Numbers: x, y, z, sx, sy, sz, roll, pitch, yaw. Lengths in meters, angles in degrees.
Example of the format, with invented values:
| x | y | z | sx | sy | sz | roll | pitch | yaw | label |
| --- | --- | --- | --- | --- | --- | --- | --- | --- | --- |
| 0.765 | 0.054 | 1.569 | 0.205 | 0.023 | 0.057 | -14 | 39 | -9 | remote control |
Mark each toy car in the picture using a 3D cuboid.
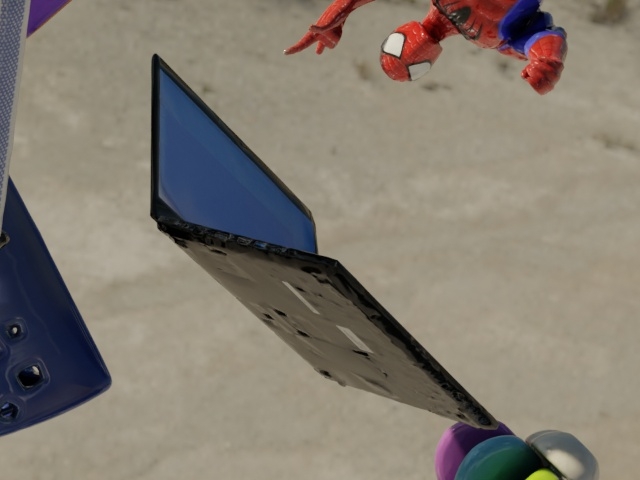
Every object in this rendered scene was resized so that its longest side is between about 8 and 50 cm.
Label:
| x | y | z | sx | sy | sz | roll | pitch | yaw | label |
| --- | --- | --- | --- | --- | --- | --- | --- | --- | --- |
| 0.168 | 0.227 | 1.528 | 0.136 | 0.159 | 0.182 | 47 | -1 | 6 | toy car |

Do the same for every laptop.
| x | y | z | sx | sy | sz | roll | pitch | yaw | label |
| --- | --- | --- | --- | --- | --- | --- | --- | --- | --- |
| 0.000 | 0.000 | 1.157 | 0.264 | 0.136 | 0.234 | 14 | -22 | 42 | laptop |

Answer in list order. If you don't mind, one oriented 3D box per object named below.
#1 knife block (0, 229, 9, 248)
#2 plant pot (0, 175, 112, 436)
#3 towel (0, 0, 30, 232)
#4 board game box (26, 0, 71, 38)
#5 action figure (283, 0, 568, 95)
| x | y | z | sx | sy | sz | roll | pitch | yaw | label |
| --- | --- | --- | --- | --- | --- | --- | --- | --- | --- |
| -0.278 | 0.026 | 1.002 | 0.088 | 0.242 | 0.276 | 13 | -4 | 6 | knife block |
| -0.332 | 0.065 | 1.272 | 0.212 | 0.236 | 0.236 | -29 | 9 | -23 | plant pot |
| -0.230 | -0.064 | 0.686 | 0.034 | 0.209 | 0.285 | 20 | 21 | 28 | towel |
| -0.212 | -0.414 | 0.941 | 0.356 | 0.356 | 0.356 | -45 | 55 | -15 | board game box |
| 0.095 | -0.123 | 0.666 | 0.091 | 0.280 | 0.139 | 45 | 50 | -7 | action figure |
